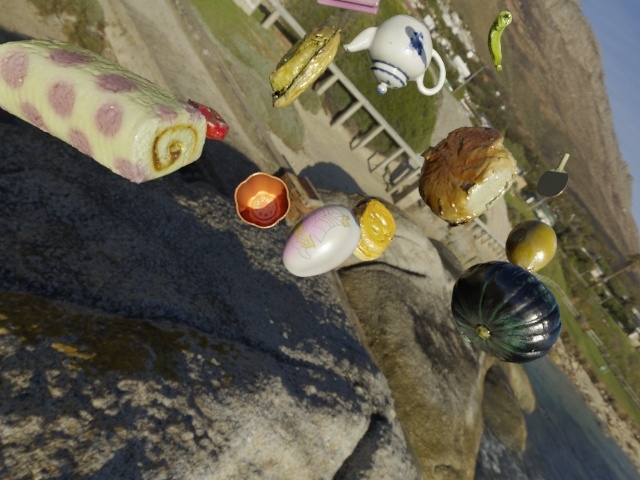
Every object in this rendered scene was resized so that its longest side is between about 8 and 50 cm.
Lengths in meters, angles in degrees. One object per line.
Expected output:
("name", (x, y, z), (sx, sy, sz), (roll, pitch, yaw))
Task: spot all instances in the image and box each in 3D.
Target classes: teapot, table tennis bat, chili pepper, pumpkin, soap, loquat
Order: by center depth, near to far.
("pumpkin", (0.325, 0.126, 0.719), (0.194, 0.194, 0.150), (44, 61, -20))
("chili pepper", (0.472, -0.533, 1.072), (0.208, 0.049, 0.043), (45, 53, -67))
("soap", (0.095, -0.798, 1.259), (0.203, 0.122, 0.065), (12, 2, 6))
("loquat", (0.681, 0.024, 1.303), (0.152, 0.152, 0.195), (43, 66, -23))
("table tennis bat", (0.768, -0.212, 1.308), (0.013, 0.156, 0.087), (27, 1, -39))
("chili pepper", (-0.409, -0.424, 1.483), (0.253, 0.136, 0.144), (38, -15, 35))
("teapot", (0.294, -0.703, 1.563), (0.424, 0.280, 0.252), (23, 10, -11))

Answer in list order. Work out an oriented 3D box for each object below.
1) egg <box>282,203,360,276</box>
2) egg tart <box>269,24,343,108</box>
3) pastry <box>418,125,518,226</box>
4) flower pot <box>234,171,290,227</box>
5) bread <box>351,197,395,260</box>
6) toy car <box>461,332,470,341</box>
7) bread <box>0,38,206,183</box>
("egg", (0.000, 0.000, 1.272), (0.196, 0.271, 0.196), (60, -11, 21))
("egg tart", (-0.054, -0.488, 1.104), (0.095, 0.279, 0.279), (37, 25, -24))
("pastry", (0.318, -0.142, 0.894), (0.100, 0.218, 0.229), (28, 76, -37))
("flower pot", (-0.204, -0.127, 1.416), (0.190, 0.191, 0.173), (52, -9, -1))
("bread", (0.181, -0.042, 1.495), (0.198, 0.120, 0.236), (45, 58, -21))
("toy car", (0.657, 0.362, 1.811), (0.186, 0.093, 0.058), (64, -9, -4))
("bread", (-0.404, -0.248, 0.741), (0.338, 0.155, 0.187), (27, 37, 9))
